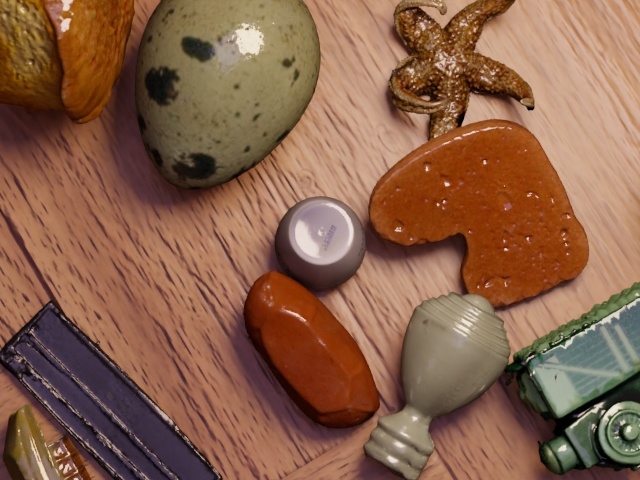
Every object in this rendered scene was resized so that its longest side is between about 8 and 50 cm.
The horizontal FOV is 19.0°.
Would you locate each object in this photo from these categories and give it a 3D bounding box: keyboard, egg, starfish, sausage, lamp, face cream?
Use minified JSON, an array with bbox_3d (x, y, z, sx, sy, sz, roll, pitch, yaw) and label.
[{"bbox_3d":[-0.207,0.172,1.886,0.250,0.017,0.087,44,83,6],"label":"keyboard"},{"bbox_3d":[-0.097,-0.158,1.865,0.177,0.177,0.228,26,94,3],"label":"egg"},{"bbox_3d":[0.142,-0.165,1.921,0.146,0.074,0.190,5,85,-1],"label":"starfish"},{"bbox_3d":[-0.010,0.111,1.868,0.089,0.089,0.179,-40,93,-7],"label":"sausage"},{"bbox_3d":[0.111,0.138,1.862,0.106,0.106,0.193,31,90,4],"label":"lamp"},{"bbox_3d":[0.000,0.000,1.879,0.091,0.095,0.091,0,80,-1],"label":"face cream"}]

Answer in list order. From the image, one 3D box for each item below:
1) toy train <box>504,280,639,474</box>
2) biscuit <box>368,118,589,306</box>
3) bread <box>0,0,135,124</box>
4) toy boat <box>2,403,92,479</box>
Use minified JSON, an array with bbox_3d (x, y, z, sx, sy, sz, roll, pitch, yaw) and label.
[{"bbox_3d":[0.318,0.123,1.859,0.269,0.115,0.154,-29,88,-5],"label":"toy train"},{"bbox_3d":[0.155,-0.018,1.892,0.186,0.036,0.192,-29,105,0],"label":"biscuit"},{"bbox_3d":[-0.258,-0.248,1.845,0.146,0.268,0.268,4,80,10],"label":"bread"},{"bbox_3d":[-0.254,0.239,1.853,0.066,0.065,0.172,-27,85,-25],"label":"toy boat"}]
